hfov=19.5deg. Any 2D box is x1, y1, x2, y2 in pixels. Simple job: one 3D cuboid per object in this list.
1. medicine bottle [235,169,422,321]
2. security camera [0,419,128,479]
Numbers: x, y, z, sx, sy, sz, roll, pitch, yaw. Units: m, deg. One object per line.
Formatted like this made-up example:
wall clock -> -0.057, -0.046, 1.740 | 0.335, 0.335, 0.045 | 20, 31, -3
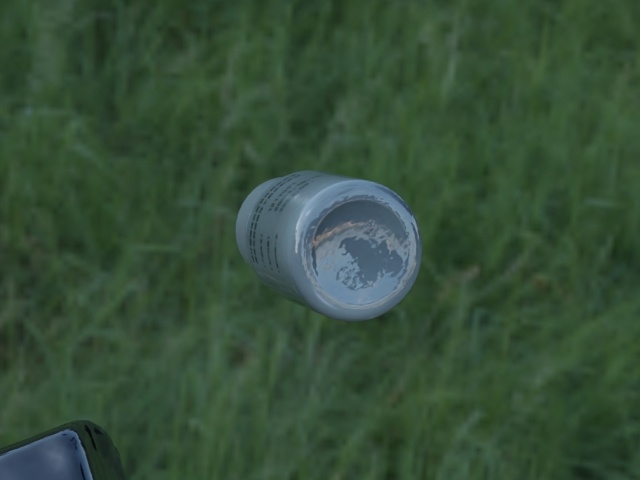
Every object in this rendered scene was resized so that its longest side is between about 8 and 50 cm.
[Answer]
medicine bottle -> 0.000, 0.000, 1.081 | 0.080, 0.080, 0.130 | -4, 6, -19
security camera -> -0.114, 0.164, 0.582 | 0.191, 0.197, 0.277 | -22, -6, 1
